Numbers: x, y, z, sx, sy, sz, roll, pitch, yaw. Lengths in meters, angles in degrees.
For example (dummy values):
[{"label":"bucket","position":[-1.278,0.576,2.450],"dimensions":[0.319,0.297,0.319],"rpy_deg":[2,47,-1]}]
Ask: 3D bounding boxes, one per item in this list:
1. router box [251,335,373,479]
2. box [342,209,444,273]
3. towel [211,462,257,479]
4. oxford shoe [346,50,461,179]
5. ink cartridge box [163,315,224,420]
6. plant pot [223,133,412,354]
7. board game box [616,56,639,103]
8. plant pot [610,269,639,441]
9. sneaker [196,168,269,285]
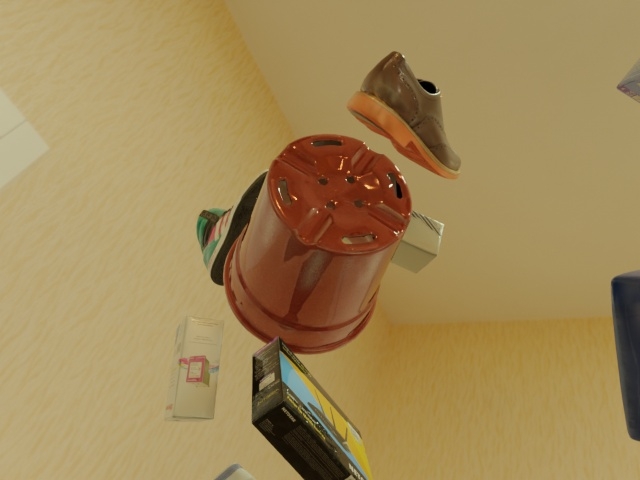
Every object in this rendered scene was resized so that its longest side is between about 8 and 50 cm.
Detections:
[{"label":"router box","position":[-0.009,0.210,0.587],"dimensions":[0.046,0.133,0.179],"rpy_deg":[-35,-71,4]},{"label":"box","position":[0.133,-0.034,1.197],"dimensions":[0.275,0.094,0.113],"rpy_deg":[25,-31,-7]},{"label":"towel","position":[-0.126,0.463,0.744],"dimensions":[0.285,0.209,0.034],"rpy_deg":[18,-45,47]},{"label":"oxford shoe","position":[0.198,-0.218,0.980],"dimensions":[0.130,0.133,0.363],"rpy_deg":[37,9,35]},{"label":"ink cartridge box","position":[-0.163,0.168,0.668],"dimensions":[0.052,0.123,0.088],"rpy_deg":[12,-23,-19]},{"label":"plant pot","position":[0.000,0.000,0.794],"dimensions":[0.272,0.272,0.265],"rpy_deg":[25,-34,0]},{"label":"board game box","position":[0.281,-0.175,0.297],"dimensions":[0.047,0.160,0.210],"rpy_deg":[36,-72,7]},{"label":"plant pot","position":[0.559,0.150,0.693],"dimensions":[0.212,0.236,0.236],"rpy_deg":[-7,-91,57]},{"label":"sneaker","position":[-0.200,-0.057,1.247],"dimensions":[0.123,0.178,0.296],"rpy_deg":[25,-79,-39]}]
